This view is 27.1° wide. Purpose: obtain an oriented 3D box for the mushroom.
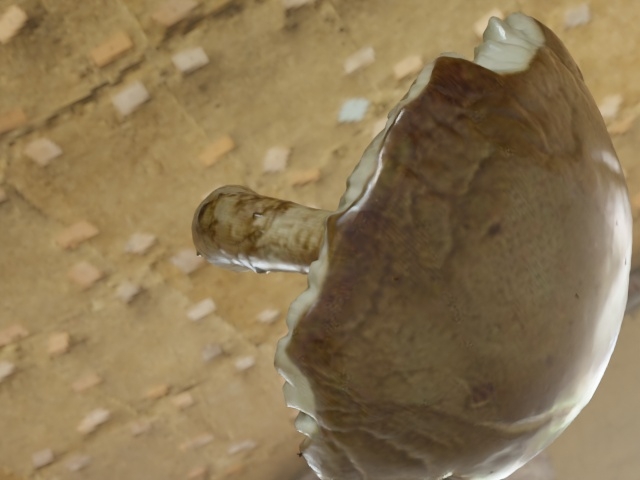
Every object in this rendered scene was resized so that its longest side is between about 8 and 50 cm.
[{"bbox_3d":[0.012,0.031,0.655,0.301,0.208,0.233,-22,-17,38],"label":"mushroom"}]
